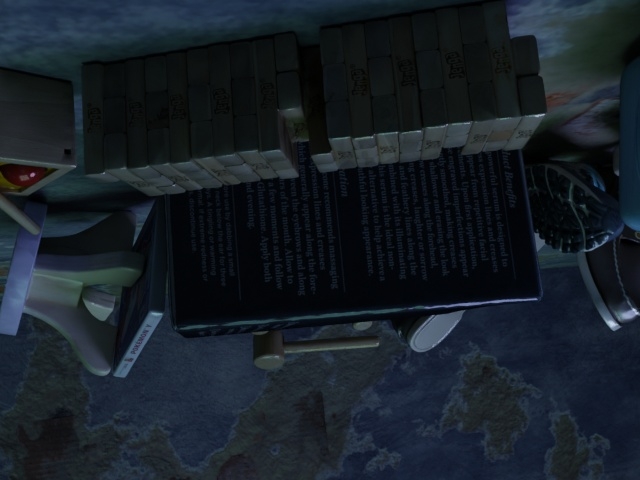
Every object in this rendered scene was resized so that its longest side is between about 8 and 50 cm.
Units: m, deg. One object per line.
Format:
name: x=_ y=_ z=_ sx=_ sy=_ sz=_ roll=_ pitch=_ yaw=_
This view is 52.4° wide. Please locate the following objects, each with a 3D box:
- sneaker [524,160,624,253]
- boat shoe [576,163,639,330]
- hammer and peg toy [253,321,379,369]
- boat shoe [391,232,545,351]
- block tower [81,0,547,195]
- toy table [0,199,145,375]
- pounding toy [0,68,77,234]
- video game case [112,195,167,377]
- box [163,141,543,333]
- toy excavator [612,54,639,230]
sneaker: x=0.328 y=-0.067 z=0.860 sx=0.122 sy=0.110 sz=0.283 roll=-15 pitch=-164 yaw=-4
boat shoe: x=0.423 y=-0.009 z=0.910 sx=0.097 sy=0.116 sz=0.324 roll=-22 pitch=-155 yaw=33
hammer and peg toy: x=-0.010 y=0.078 z=1.124 sx=0.266 sy=0.127 sz=0.361 roll=-1 pitch=141 yaw=-13
boat shoe: x=0.240 y=0.034 z=1.046 sx=0.335 sy=0.095 sz=0.112 roll=-45 pitch=139 yaw=5
block tower: x=-0.009 y=-0.104 z=0.513 sx=0.336 sy=0.090 sz=0.097 roll=-6 pitch=171 yaw=6
toy table: x=-0.363 y=0.058 z=0.938 sx=0.161 sy=0.252 sz=0.274 roll=14 pitch=164 yaw=-24
pounding toy: x=-0.275 y=-0.068 z=0.538 sx=0.130 sy=0.100 sz=0.141 roll=3 pitch=168 yaw=-43
video game case: x=-0.255 y=0.064 z=0.926 sx=0.023 sy=0.201 sz=0.183 roll=14 pitch=137 yaw=-25
box: x=0.015 y=-0.001 z=0.808 sx=0.396 sy=0.211 sz=0.293 roll=-3 pitch=171 yaw=-11
toy excavator: x=0.388 y=-0.092 z=0.626 sx=0.433 sy=0.222 sz=0.445 roll=-2 pitch=-175 yaw=-26
